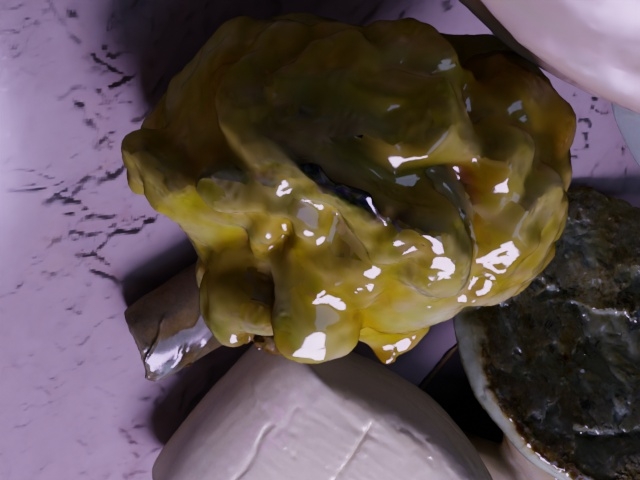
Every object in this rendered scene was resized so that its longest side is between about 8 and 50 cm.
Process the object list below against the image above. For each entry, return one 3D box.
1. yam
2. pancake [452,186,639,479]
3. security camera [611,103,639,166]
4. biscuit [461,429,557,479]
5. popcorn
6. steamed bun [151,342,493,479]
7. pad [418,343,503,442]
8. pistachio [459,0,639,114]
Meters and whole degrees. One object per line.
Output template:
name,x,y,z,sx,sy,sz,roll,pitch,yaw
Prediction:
yam,0.000,0.000,1.339,0.317,0.067,0.071,-29,150,-6
pancake,0.212,0.076,1.454,0.254,0.253,0.037,-10,169,-27
security camera,0.262,-0.126,1.349,0.080,0.157,0.301,-58,136,-16
biscuit,0.164,0.241,1.539,0.237,0.062,0.290,-20,109,12
popcorn,0.017,-0.039,1.174,0.252,0.286,0.215,82,28,-42
steamed bun,0.015,0.186,1.421,0.250,0.155,0.200,39,103,-6
pad,0.132,0.267,1.664,0.315,0.063,0.375,21,113,-43
pistachio,0.235,-0.251,1.075,0.445,0.281,0.365,31,96,-12
